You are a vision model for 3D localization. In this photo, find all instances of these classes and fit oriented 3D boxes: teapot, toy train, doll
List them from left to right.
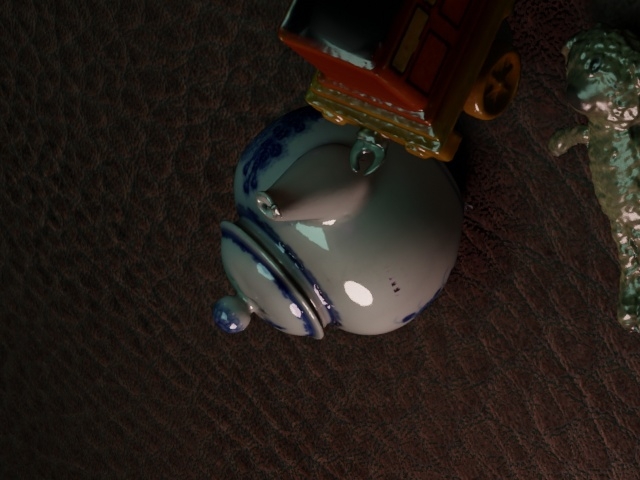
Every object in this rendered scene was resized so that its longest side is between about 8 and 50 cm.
[{"bbox_3d":[0.000,0.000,1.861,0.252,0.280,0.424,46,170,17],"label":"teapot"},{"bbox_3d":[0.096,-0.235,1.606,0.163,0.231,0.369,24,89,28],"label":"toy train"},{"bbox_3d":[0.279,-0.060,1.675,0.202,0.091,0.286,52,153,39],"label":"doll"}]

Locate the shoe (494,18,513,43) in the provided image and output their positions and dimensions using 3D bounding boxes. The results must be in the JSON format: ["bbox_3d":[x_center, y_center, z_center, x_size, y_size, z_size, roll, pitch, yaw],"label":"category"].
[{"bbox_3d":[0.114,-0.236,1.789,0.251,0.103,0.100,60,-171,33],"label":"shoe"}]
